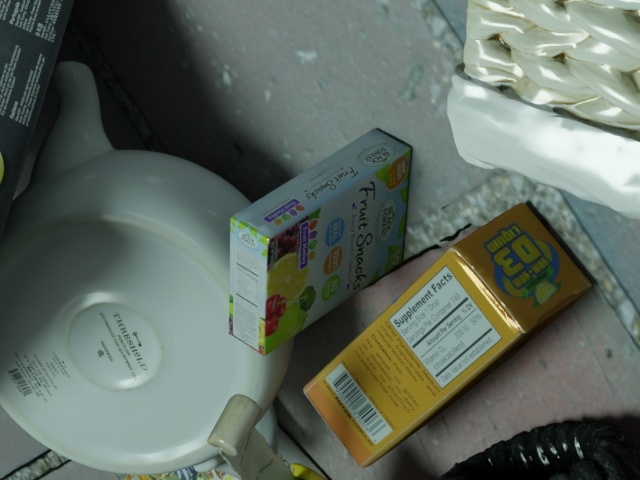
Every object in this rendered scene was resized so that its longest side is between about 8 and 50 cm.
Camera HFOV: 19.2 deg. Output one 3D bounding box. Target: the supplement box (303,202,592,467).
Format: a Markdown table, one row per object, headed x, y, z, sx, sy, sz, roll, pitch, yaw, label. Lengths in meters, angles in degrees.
| x | y | z | sx | sy | sz | roll | pitch | yaw | label |
| --- | --- | --- | --- | --- | --- | --- | --- | --- | --- |
| 0.080 | 0.067 | 1.273 | 0.080 | 0.078 | 0.233 | 54 | 142 | 6 | supplement box |

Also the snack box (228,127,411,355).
| x | y | z | sx | sy | sz | roll | pitch | yaw | label |
| --- | --- | --- | --- | --- | --- | --- | --- | --- | --- |
| 0.000 | 0.000 | 1.257 | 0.037 | 0.141 | 0.100 | 31 | 136 | 30 | snack box |

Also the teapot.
| x | y | z | sx | sy | sz | roll | pitch | yaw | label |
| --- | --- | --- | --- | --- | --- | --- | --- | --- | --- |
| -0.123 | 0.038 | 1.395 | 0.252 | 0.187 | 0.256 | 20 | 117 | 2 | teapot |

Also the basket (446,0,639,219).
| x | y | z | sx | sy | sz | roll | pitch | yaw | label |
| --- | --- | --- | --- | --- | --- | --- | --- | --- | --- |
| 0.267 | -0.161 | 0.708 | 0.328 | 0.331 | 0.266 | 20 | 124 | 35 | basket |

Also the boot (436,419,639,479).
| x | y | z | sx | sy | sz | roll | pitch | yaw | label |
| --- | --- | --- | --- | --- | --- | --- | --- | --- | --- |
| 0.140 | 0.271 | 1.307 | 0.348 | 0.131 | 0.260 | -29 | 100 | 43 | boot |

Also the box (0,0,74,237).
| x | y | z | sx | sy | sz | roll | pitch | yaw | label |
| --- | --- | --- | --- | --- | --- | --- | --- | --- | --- |
| -0.283 | -0.038 | 1.357 | 0.097 | 0.395 | 0.318 | 23 | 147 | -18 | box |

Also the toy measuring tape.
| x | y | z | sx | sy | sz | roll | pitch | yaw | label |
| --- | --- | --- | --- | --- | --- | --- | --- | --- | --- |
| 0.017 | 0.204 | 1.318 | 0.121 | 0.121 | 0.330 | 32 | 162 | 28 | toy measuring tape |

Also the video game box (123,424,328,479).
| x | y | z | sx | sy | sz | roll | pitch | yaw | label |
| --- | --- | --- | --- | --- | --- | --- | --- | --- | --- |
| -0.061 | 0.223 | 1.563 | 0.205 | 0.048 | 0.187 | 46 | 139 | 12 | video game box |
